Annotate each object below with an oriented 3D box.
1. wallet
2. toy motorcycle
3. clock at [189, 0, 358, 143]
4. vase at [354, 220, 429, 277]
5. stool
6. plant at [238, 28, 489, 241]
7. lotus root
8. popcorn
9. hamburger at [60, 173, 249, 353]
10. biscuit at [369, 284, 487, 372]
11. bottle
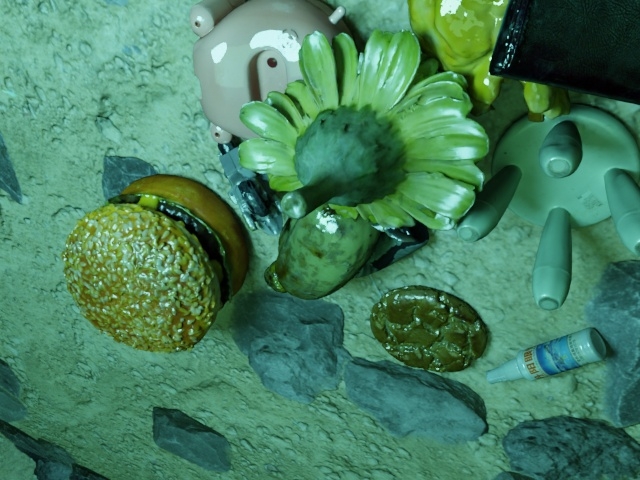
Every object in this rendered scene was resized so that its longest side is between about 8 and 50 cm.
[{"bbox_3d":[0.328,-0.221,0.570,0.318,0.045,0.172,6,109,-21],"label":"wallet"},{"bbox_3d":[-0.115,-0.086,0.972,0.073,0.225,0.152,-32,134,0],"label":"toy motorcycle"},{"bbox_3d":[-0.053,-0.238,0.831,0.242,0.142,0.227,10,129,16],"label":"clock"},{"bbox_3d":[0.097,0.026,1.011,0.060,0.060,0.211,45,133,-11],"label":"vase"},{"bbox_3d":[0.311,-0.050,0.749,0.195,0.198,0.195,40,135,-7],"label":"stool"},{"bbox_3d":[0.051,-0.080,0.695,0.306,0.296,0.261,-23,135,26],"label":"plant"},{"bbox_3d":[0.000,0.000,0.967,0.173,0.173,0.309,35,138,-2],"label":"lotus root"},{"bbox_3d":[0.217,-0.255,0.652,0.190,0.191,0.253,-38,112,4],"label":"popcorn"},{"bbox_3d":[-0.319,0.050,1.114,0.330,0.250,0.329,14,130,17],"label":"hamburger"},{"bbox_3d":[0.201,0.175,1.088,0.226,0.042,0.225,13,130,16],"label":"biscuit"},{"bbox_3d":[0.390,0.215,1.010,0.060,0.060,0.217,45,132,-11],"label":"bottle"}]
